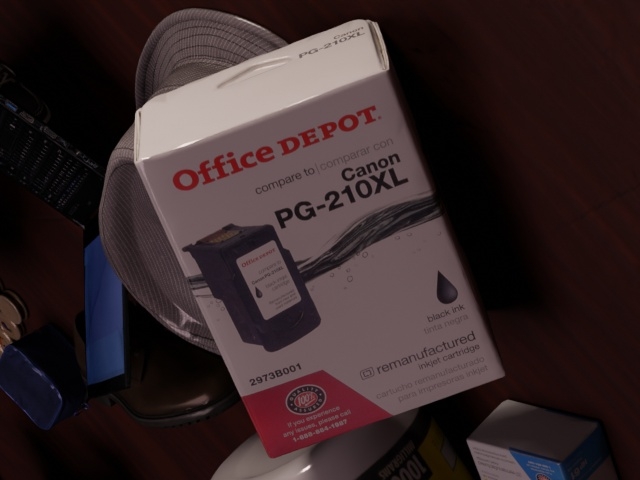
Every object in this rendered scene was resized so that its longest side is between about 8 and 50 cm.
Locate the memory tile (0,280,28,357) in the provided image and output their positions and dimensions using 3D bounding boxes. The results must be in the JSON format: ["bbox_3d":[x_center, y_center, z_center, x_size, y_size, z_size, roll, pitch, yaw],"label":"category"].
[{"bbox_3d":[-0.356,0.070,1.780,0.113,0.012,0.148,44,147,9],"label":"memory tile"}]

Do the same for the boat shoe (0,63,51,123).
[{"bbox_3d":[-0.279,-0.131,1.450,0.125,0.046,0.038,35,151,38],"label":"boat shoe"}]

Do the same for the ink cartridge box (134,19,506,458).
[{"bbox_3d":[0.000,0.000,1.107,0.100,0.172,0.237,-99,-13,-65],"label":"ink cartridge box"}]

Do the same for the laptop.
[{"bbox_3d":[-0.246,-0.002,1.395,0.264,0.136,0.234,36,165,-8],"label":"laptop"}]

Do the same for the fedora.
[{"bbox_3d":[-0.080,-0.020,1.242,0.243,0.124,0.275,23,139,35],"label":"fedora"}]

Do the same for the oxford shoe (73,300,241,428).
[{"bbox_3d":[-0.154,0.107,1.505,0.227,0.083,0.096,10,127,45],"label":"oxford shoe"}]

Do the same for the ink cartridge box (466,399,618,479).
[{"bbox_3d":[0.169,0.184,1.213,0.088,0.052,0.122,9,131,46],"label":"ink cartridge box"}]

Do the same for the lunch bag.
[{"bbox_3d":[-0.269,0.137,1.694,0.098,0.065,0.067,45,132,11],"label":"lunch bag"}]

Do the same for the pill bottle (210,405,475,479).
[{"bbox_3d":[0.073,0.281,1.305,0.334,0.188,0.188,56,148,-10],"label":"pill bottle"}]
